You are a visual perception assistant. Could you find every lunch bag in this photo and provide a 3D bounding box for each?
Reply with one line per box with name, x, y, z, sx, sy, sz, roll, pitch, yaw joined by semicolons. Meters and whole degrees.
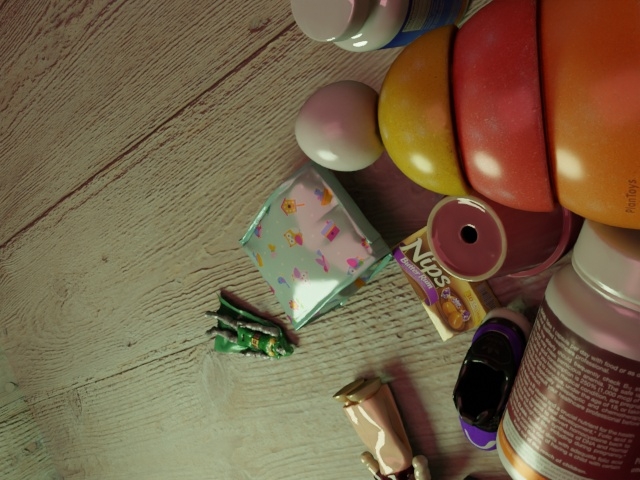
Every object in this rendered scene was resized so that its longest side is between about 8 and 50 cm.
lunch bag;0.000;0.000;1.390;0.223;0.160;0.262;55;138;12

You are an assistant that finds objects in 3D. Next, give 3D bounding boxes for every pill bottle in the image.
pill bottle;0.398;0.165;1.058;0.224;0.224;0.392;28;123;31
pill bottle;0.085;-0.350;1.102;0.152;0.272;0.152;16;116;37

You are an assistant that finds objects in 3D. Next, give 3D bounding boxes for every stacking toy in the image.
stacking toy;0.192;-0.166;0.937;0.480;0.350;0.351;-3;105;18

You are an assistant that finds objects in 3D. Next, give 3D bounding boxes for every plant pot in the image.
plant pot;0.257;-0.027;1.138;0.201;0.180;0.201;17;117;37

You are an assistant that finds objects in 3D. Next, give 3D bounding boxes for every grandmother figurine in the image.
grandmother figurine;0.151;0.429;1.467;0.342;0.104;0.208;63;161;0

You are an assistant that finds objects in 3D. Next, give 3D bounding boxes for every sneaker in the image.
sneaker;0.256;0.255;1.238;0.102;0.146;0.293;17;129;23

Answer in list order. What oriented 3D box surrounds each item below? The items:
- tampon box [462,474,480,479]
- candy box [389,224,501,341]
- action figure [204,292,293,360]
tampon box;0.274;0.529;1.373;0.101;0.120;0.161;13;114;39
candy box;0.210;0.063;1.300;0.109;0.053;0.187;-34;84;42
action figure;-0.152;0.207;1.670;0.232;0.063;0.137;13;111;34
